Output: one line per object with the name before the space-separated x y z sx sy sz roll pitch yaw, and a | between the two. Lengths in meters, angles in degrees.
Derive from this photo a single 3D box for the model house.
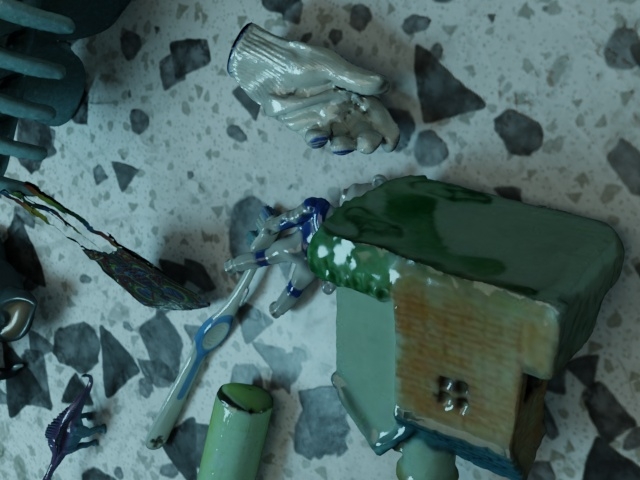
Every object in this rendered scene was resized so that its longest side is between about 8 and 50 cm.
model house | 0.136 0.130 1.056 0.267 0.194 0.325 17 119 29

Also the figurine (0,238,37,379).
figurine | -0.490 0.143 1.483 0.193 0.140 0.265 40 132 49

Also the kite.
kite | -0.264 0.010 1.256 0.152 0.285 0.015 -4 55 46

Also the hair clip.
hair clip | -0.403 -0.220 1.222 0.238 0.392 0.318 -103 31 -46

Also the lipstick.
lipstick | -0.123 0.324 1.294 0.076 0.076 0.304 22 108 30

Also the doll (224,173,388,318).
doll | 0.000 0.000 1.180 0.227 0.057 0.114 -37 100 31

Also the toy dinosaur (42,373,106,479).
toy dinosaur | -0.341 0.262 1.428 0.045 0.080 0.197 35 114 28

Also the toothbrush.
toothbrush | -0.137 0.124 1.297 0.040 0.040 0.386 38 115 24

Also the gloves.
gloves | -0.004 -0.162 1.138 0.229 0.097 0.119 41 127 26
